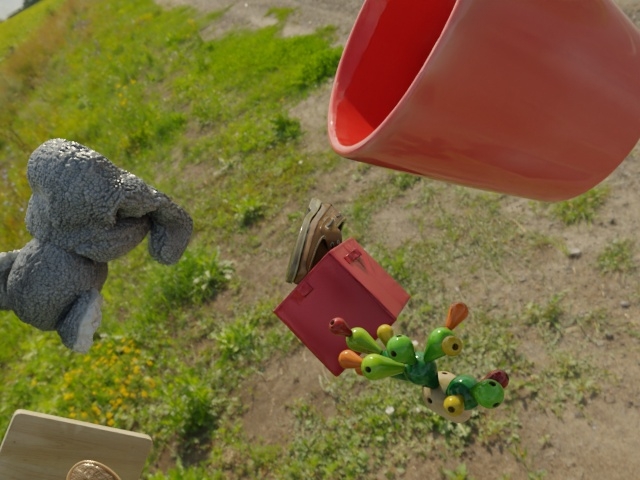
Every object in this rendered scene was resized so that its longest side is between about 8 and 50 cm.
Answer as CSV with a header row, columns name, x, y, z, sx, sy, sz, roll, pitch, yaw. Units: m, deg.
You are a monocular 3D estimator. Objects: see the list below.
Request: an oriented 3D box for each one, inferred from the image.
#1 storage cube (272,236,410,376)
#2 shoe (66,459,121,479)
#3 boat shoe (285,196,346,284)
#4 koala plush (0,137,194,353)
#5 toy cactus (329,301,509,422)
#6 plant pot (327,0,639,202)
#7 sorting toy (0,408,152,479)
name,x,y,z,sx,sy,sz,roll,pitch,yaw
storage cube,0.052,0.135,1.260,0.215,0.193,0.183,-46,-6,19
shoe,-0.311,0.427,0.900,0.219,0.058,0.076,36,47,21
boat shoe,0.000,0.000,1.305,0.104,0.111,0.307,22,34,-3
koala plush,-0.302,0.010,0.715,0.196,0.203,0.221,26,80,11
toy cactus,0.124,0.148,0.675,0.219,0.180,0.112,1,55,42
plant pot,0.175,-0.169,0.593,0.275,0.243,0.275,-54,24,38
sorting toy,-0.495,0.462,1.124,0.089,0.257,0.256,10,79,63
